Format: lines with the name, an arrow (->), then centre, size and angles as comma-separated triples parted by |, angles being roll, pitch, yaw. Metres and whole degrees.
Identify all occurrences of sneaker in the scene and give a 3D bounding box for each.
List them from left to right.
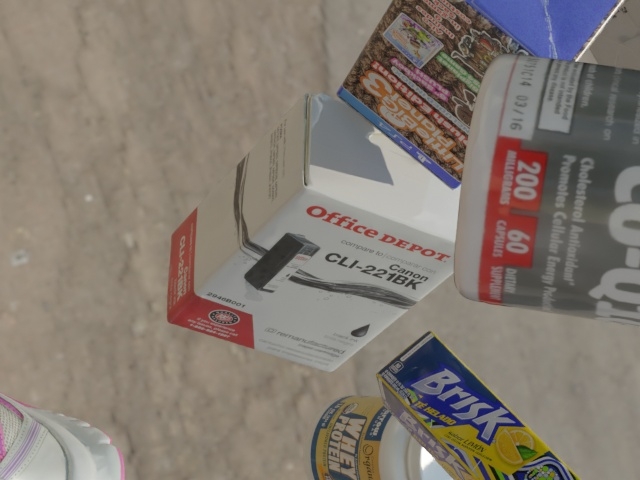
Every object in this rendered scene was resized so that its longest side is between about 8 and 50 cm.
sneaker -> -0.228, 0.103, 0.869 | 0.111, 0.252, 0.103 | 21, 84, -55

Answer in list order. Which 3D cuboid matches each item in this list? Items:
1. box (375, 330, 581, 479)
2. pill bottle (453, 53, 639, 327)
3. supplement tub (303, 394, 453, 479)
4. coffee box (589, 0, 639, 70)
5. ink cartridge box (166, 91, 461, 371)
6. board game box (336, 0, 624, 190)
box -> 0.114, 0.144, 1.121 | 0.169, 0.054, 0.059 | 44, -15, 27
pill bottle -> 0.235, -0.021, 0.996 | 0.161, 0.283, 0.161 | 8, 90, -79
supplement tub -> 0.092, 0.258, 1.919 | 0.144, 0.199, 0.144 | 4, 84, -41
coffee box -> 0.443, -0.304, 1.963 | 0.246, 0.141, 0.098 | -41, 104, -37
ink cartridge box -> 0.000, 0.000, 1.544 | 0.197, 0.273, 0.114 | 19, 51, -25
board game box -> 0.162, -0.206, 1.338 | 0.141, 0.232, 0.291 | 39, -19, 0
